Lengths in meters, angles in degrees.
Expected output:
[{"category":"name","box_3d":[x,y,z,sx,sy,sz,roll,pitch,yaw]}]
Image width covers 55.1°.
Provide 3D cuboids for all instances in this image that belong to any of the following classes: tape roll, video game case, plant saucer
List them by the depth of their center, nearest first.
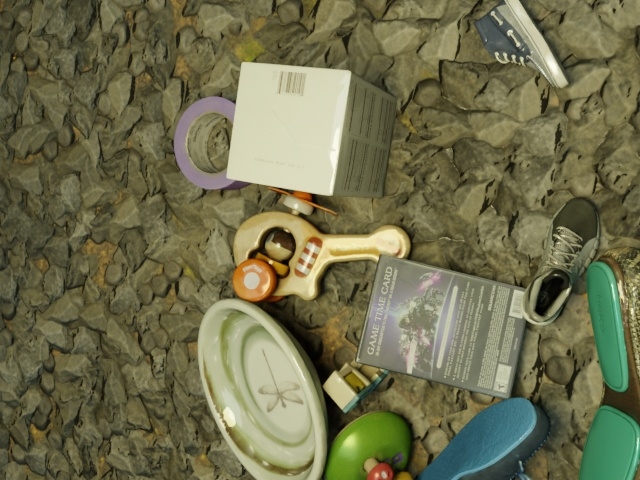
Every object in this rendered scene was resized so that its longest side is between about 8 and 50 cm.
[{"category":"video game case","box_3d":[0.215,0.149,1.072,0.274,0.026,0.196,14,84,1]},{"category":"plant saucer","box_3d":[-0.098,0.294,1.211,0.400,0.100,0.401,22,120,43]},{"category":"tape roll","box_3d":[-0.206,-0.200,1.284,0.188,0.080,0.189,2,95,23]}]

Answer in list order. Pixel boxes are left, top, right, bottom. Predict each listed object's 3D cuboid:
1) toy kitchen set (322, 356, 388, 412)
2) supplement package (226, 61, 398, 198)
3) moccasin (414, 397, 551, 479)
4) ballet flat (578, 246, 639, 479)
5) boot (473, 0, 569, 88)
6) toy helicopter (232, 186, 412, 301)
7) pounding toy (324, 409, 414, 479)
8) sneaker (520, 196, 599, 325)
[{"category":"toy kitchen set","box_3d":[0.132,0.217,1.113,0.122,0.166,0.207,41,108,16]},{"category":"supplement package","box_3d":[-0.005,-0.187,1.094,0.199,0.262,0.198,12,97,23]},{"category":"moccasin","box_3d":[0.292,0.399,1.087,0.116,0.138,0.342,31,126,-8]},{"category":"ballet flat","box_3d":[0.517,0.252,0.966,0.182,0.164,0.483,1,93,-2]},{"category":"boot","box_3d":[0.342,-0.322,1.048,0.086,0.069,0.190,-34,72,29]},{"category":"toy helicopter","box_3d":[0.000,0.000,1.201,0.354,0.140,0.235,-3,83,13]},{"category":"pounding toy","box_3d":[0.105,0.440,1.119,0.110,0.182,0.237,40,122,55]},{"category":"sneaker","box_3d":[0.396,0.034,0.991,0.086,0.132,0.229,21,92,17]}]
